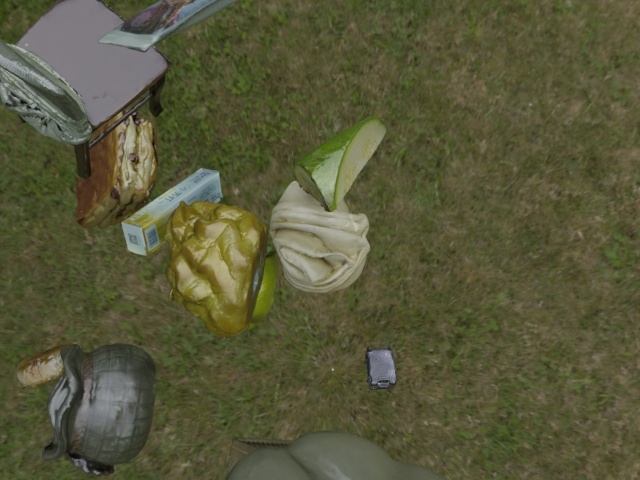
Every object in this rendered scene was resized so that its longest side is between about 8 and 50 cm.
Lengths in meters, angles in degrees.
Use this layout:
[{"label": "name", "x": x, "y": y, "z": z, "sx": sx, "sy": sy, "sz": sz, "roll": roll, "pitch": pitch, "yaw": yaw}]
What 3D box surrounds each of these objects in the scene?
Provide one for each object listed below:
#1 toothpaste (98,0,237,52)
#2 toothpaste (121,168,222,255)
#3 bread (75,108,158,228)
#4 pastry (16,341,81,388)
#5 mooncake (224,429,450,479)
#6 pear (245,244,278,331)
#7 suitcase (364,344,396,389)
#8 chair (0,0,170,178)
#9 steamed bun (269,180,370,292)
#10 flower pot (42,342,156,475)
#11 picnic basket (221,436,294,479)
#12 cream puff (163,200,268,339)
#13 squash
[{"label": "toothpaste", "x": -0.112, "y": -0.227, "z": 0.576, "sx": 0.061, "sy": 0.037, "sz": 0.216, "roll": 15, "pitch": 46, "yaw": 30}, {"label": "toothpaste", "x": -0.359, "y": -0.079, "z": 1.532, "sx": 0.071, "sy": 0.089, "sz": 0.313, "roll": 12, "pitch": 35, "yaw": 25}, {"label": "bread", "x": -0.544, "y": -0.182, "z": 1.684, "sx": 0.167, "sy": 0.324, "sz": 0.278, "roll": 13, "pitch": 60, "yaw": -40}, {"label": "pastry", "x": -0.833, "y": 0.387, "z": 1.893, "sx": 0.192, "sy": 0.182, "sz": 0.093, "roll": -19, "pitch": 93, "yaw": -5}, {"label": "mooncake", "x": 0.026, "y": 0.276, "z": 0.496, "sx": 0.274, "sy": 0.275, "sz": 0.135, "roll": 24, "pitch": 114, "yaw": 6}, {"label": "pear", "x": -0.218, "y": 0.142, "z": 1.818, "sx": 0.159, "sy": 0.292, "sz": 0.293, "roll": -4, "pitch": 76, "yaw": -28}, {"label": "suitcase", "x": 0.174, "y": 0.369, "z": 1.771, "sx": 0.086, "sy": 0.059, "sz": 0.126, "roll": -4, "pitch": 57, "yaw": -2}, {"label": "chair", "x": -0.298, "y": -0.212, "z": 0.741, "sx": 0.160, "sy": 0.319, "sz": 0.186, "roll": 42, "pitch": 71, "yaw": -3}, {"label": "steamed bun", "x": -0.003, "y": -0.001, "z": 1.623, "sx": 0.275, "sy": 0.203, "sz": 0.289, "roll": 7, "pitch": 107, "yaw": -2}, {"label": "flower pot", "x": -0.517, "y": 0.389, "z": 1.430, "sx": 0.213, "sy": 0.301, "sz": 0.302, "roll": 13, "pitch": 77, "yaw": -25}, {"label": "picnic basket", "x": -0.030, "y": 0.416, "z": 1.003, "sx": 0.266, "sy": 0.165, "sz": 0.139, "roll": 19, "pitch": 78, "yaw": -40}, {"label": "cream puff", "x": -0.120, "y": 0.025, "z": 0.665, "sx": 0.116, "sy": 0.146, "sz": 0.146, "roll": 13, "pitch": 79, "yaw": 1}, {"label": "squash", "x": 0.080, "y": -0.211, "z": 1.476, "sx": 0.288, "sy": 0.111, "sz": 0.203, "roll": -29, "pitch": 38, "yaw": -13}]
